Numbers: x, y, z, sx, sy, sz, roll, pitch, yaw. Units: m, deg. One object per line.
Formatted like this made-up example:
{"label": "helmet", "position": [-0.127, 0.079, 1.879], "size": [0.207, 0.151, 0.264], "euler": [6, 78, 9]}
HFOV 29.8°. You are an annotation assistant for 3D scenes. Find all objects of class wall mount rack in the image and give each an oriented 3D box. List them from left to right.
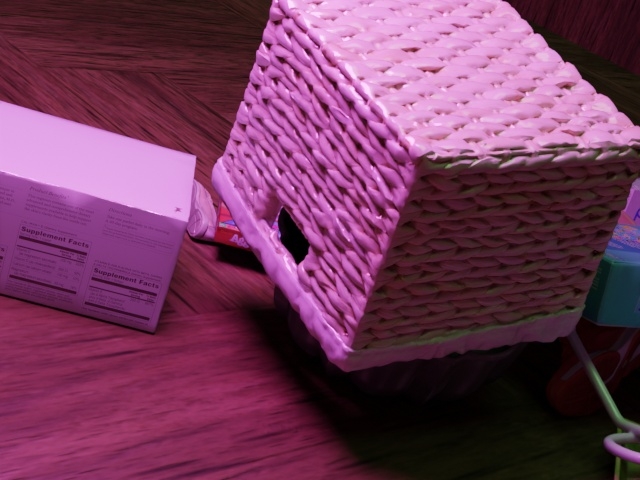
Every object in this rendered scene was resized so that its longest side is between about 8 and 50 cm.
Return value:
{"label": "wall mount rack", "position": [0.437, 0.173, 1.376], "size": [0.350, 0.130, 0.304], "euler": [5, 8, -35]}

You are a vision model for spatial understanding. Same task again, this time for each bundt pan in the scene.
{"label": "bundt pan", "position": [0.093, 0.065, 1.410], "size": [0.331, 0.124, 0.330], "euler": [12, 37, -9]}

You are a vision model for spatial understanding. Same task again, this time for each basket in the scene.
{"label": "basket", "position": [0.114, -0.077, 1.279], "size": [0.331, 0.266, 0.328], "euler": [-5, 42, -33]}

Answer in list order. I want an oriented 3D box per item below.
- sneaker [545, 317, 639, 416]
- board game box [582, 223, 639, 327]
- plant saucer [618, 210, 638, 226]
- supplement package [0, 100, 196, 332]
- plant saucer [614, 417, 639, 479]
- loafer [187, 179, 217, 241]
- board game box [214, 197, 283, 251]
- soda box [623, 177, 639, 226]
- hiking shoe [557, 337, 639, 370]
{"label": "sneaker", "position": [0.319, 0.143, 1.526], "size": [0.128, 0.087, 0.221], "euler": [24, 31, 36]}
{"label": "board game box", "position": [0.409, 0.042, 1.516], "size": [0.336, 0.079, 0.254], "euler": [6, 13, -27]}
{"label": "plant saucer", "position": [0.342, -0.021, 1.772], "size": [0.278, 0.041, 0.278], "euler": [13, 30, -8]}
{"label": "supplement package", "position": [-0.286, -0.034, 1.352], "size": [0.262, 0.145, 0.204], "euler": [16, 22, -10]}
{"label": "plant saucer", "position": [0.402, 0.286, 1.309], "size": [0.188, 0.045, 0.188], "euler": [23, 23, 7]}
{"label": "loafer", "position": [-0.160, -0.036, 1.608], "size": [0.039, 0.045, 0.125], "euler": [27, 23, -29]}
{"label": "board game box", "position": [0.000, 0.000, 1.591], "size": [0.281, 0.027, 0.145], "euler": [16, 21, -9]}
{"label": "soda box", "position": [0.665, -0.037, 2.211], "size": [0.286, 0.098, 0.091], "euler": [14, 21, -16]}
{"label": "hiking shoe", "position": [0.444, 0.143, 1.644], "size": [0.304, 0.113, 0.132], "euler": [21, -9, 21]}
